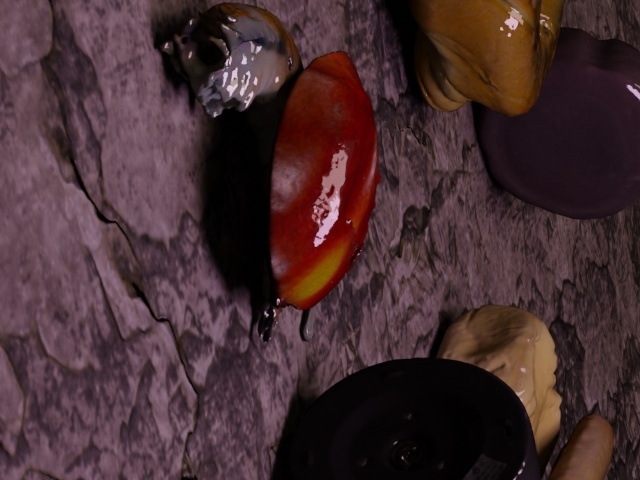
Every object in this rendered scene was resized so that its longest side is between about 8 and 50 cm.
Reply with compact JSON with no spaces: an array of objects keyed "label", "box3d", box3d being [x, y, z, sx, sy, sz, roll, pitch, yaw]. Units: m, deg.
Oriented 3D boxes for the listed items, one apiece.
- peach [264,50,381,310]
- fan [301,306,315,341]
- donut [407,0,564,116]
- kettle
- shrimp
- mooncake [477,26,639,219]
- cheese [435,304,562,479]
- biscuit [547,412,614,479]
[{"label":"peach","box3d":[0.018,-0.057,1.535,0.189,0.068,0.279,78,23,-50]},{"label":"fan","box3d":[0.000,0.000,1.687,0.132,0.009,0.220,59,30,-47]},{"label":"donut","box3d":[0.190,-0.316,2.054,0.360,0.170,0.360,6,90,-77]},{"label":"kettle","box3d":[0.123,0.282,1.579,0.207,0.268,0.290,-42,135,-30]},{"label":"shrimp","box3d":[-0.052,-0.082,1.524,0.185,0.068,0.287,-57,146,-55]},{"label":"mooncake","box3d":[0.319,-0.147,2.272,0.133,0.245,0.245,-72,148,-55]},{"label":"cheese","box3d":[0.197,0.191,2.018,0.226,0.117,0.214,-66,148,-47]},{"label":"biscuit","box3d":[0.242,0.331,2.005,0.237,0.062,0.291,-65,172,20]}]
